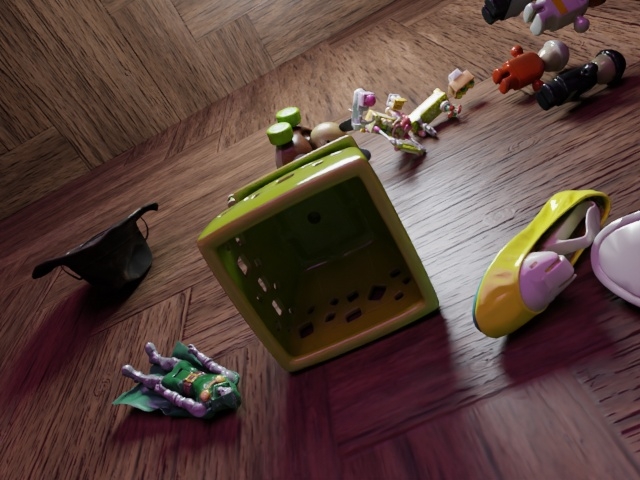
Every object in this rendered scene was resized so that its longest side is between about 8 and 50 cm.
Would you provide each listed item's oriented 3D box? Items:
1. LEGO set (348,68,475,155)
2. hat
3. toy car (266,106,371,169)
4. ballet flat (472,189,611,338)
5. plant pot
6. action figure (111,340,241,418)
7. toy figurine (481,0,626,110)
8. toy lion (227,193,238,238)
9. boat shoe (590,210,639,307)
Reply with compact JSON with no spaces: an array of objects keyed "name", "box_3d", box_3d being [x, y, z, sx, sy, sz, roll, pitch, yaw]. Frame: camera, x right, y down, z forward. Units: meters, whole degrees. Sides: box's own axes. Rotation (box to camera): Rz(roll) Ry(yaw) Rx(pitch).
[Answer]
[{"name":"LEGO set","box_3d":[0.198,-0.240,0.990,0.287,0.132,0.107,-16,42,-21]},{"name":"hat","box_3d":[-0.467,0.043,1.133,0.331,0.134,0.331,-28,11,6]},{"name":"toy car","box_3d":[0.007,-0.195,1.063,0.188,0.155,0.149,-6,36,17]},{"name":"ballet flat","box_3d":[0.255,0.017,0.565,0.231,0.077,0.077,-44,15,-26]},{"name":"plant pot","box_3d":[0.000,0.000,0.691,0.227,0.228,0.207,-25,24,11]},{"name":"action figure","box_3d":[-0.192,0.200,0.723,0.232,0.063,0.137,3,40,39]},{"name":"toy figurine","box_3d":[0.396,-0.349,0.866,0.148,0.209,0.213,-25,30,-2]},{"name":"toy lion","box_3d":[-0.152,-0.047,1.042,0.034,0.096,0.100,-113,42,-60]},{"name":"boat shoe","box_3d":[0.414,0.020,0.437,0.099,0.116,0.319,2,-4,-40]}]
